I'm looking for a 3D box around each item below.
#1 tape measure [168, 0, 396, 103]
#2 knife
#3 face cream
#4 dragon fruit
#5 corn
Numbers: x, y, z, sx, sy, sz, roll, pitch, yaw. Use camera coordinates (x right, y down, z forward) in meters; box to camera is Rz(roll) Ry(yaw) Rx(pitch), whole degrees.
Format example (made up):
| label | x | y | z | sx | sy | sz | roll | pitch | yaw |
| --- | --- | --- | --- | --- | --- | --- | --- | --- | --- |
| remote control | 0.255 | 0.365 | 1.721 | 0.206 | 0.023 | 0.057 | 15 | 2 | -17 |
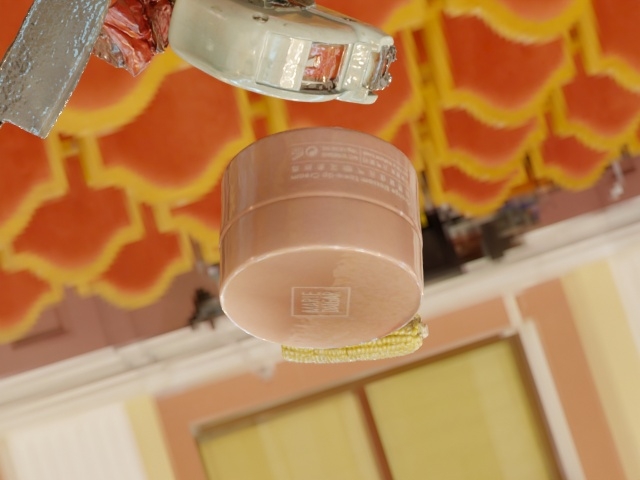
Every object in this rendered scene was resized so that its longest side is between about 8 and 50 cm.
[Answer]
| label | x | y | z | sx | sy | sz | roll | pitch | yaw |
| --- | --- | --- | --- | --- | --- | --- | --- | --- | --- |
| tape measure | -0.057 | -0.271 | 2.143 | 0.243 | 0.125 | 0.246 | 25 | -162 | 30 |
| knife | -0.270 | -0.130 | 1.471 | 0.245 | 0.072 | 0.019 | -59 | -169 | 8 |
| face cream | 0.000 | 0.000 | 1.180 | 0.149 | 0.104 | 0.149 | -1 | 148 | 0 |
| dragon fruit | -0.238 | -0.310 | 2.273 | 0.192 | 0.092 | 0.122 | -51 | -176 | -37 |
| corn | 0.045 | 0.132 | 2.205 | 0.206 | 0.067 | 0.067 | -6 | 177 | 8 |
